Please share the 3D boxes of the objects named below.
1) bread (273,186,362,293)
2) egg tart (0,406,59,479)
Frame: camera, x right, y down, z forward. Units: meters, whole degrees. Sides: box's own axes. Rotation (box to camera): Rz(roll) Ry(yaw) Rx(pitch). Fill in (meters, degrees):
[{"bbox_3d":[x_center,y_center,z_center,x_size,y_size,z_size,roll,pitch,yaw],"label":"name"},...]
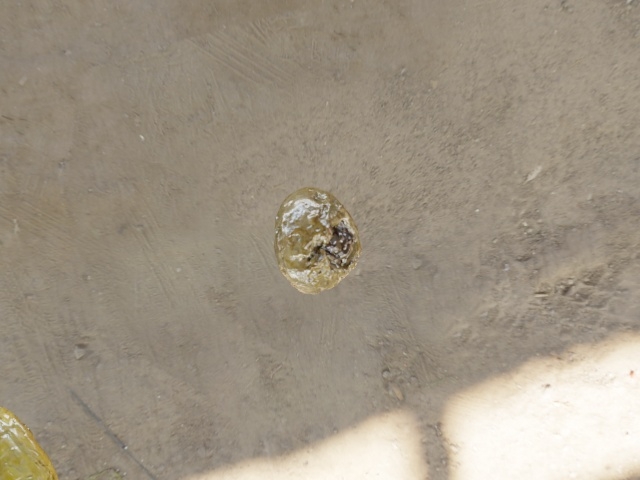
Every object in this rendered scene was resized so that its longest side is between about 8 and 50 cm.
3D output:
[{"bbox_3d":[0.000,0.000,1.158,0.123,0.230,0.230,-6,87,33],"label":"bread"},{"bbox_3d":[-0.691,0.526,1.141,0.339,0.153,0.351,48,119,18],"label":"egg tart"}]
